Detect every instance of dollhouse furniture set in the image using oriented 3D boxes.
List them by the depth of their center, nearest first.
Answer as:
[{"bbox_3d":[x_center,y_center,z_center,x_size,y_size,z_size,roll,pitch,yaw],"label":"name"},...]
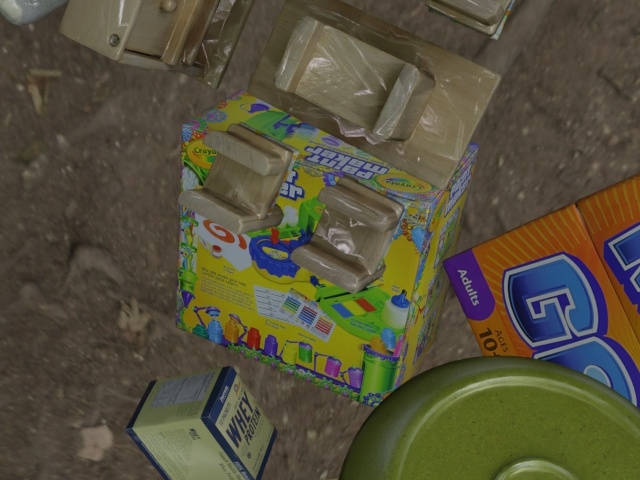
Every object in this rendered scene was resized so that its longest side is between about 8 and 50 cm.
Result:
[{"bbox_3d":[-0.009,-0.118,0.567,0.242,0.161,0.212,28,102,12],"label":"dollhouse furniture set"}]

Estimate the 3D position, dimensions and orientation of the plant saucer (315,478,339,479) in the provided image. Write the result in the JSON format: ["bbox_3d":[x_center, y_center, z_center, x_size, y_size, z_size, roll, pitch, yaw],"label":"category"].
[{"bbox_3d":[-0.171,0.378,1.055,0.333,0.332,0.081,2,59,-26],"label":"plant saucer"}]

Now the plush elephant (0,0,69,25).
[{"bbox_3d":[-0.305,-0.463,1.101,0.330,0.255,0.271,-7,52,21],"label":"plush elephant"}]

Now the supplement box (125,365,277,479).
[{"bbox_3d":[-0.095,0.155,0.725,0.083,0.083,0.056,-14,32,26],"label":"supplement box"}]

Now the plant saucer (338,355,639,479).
[{"bbox_3d":[0.129,0.168,0.536,0.241,0.037,0.241,3,54,-4],"label":"plant saucer"}]

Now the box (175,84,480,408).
[{"bbox_3d":[0.000,0.000,1.044,0.290,0.279,0.177,20,34,18],"label":"box"}]

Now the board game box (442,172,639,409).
[{"bbox_3d":[0.427,0.085,0.967,0.357,0.356,0.356,-19,84,-47],"label":"board game box"}]
